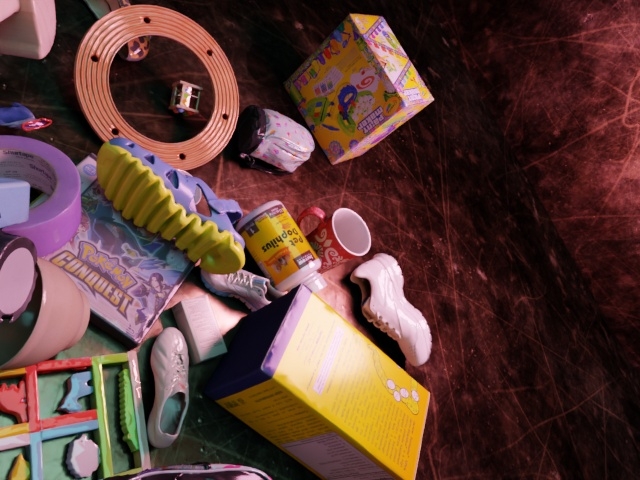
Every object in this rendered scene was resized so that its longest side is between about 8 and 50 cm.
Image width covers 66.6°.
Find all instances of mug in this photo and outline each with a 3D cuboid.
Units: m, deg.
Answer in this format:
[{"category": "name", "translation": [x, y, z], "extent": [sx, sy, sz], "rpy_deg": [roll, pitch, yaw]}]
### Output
[{"category": "mug", "translation": [0.007, -0.001, 1.109], "extent": [0.113, 0.169, 0.150], "rpy_deg": [-27, 84, -48]}]

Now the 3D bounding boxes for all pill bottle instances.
[{"category": "pill bottle", "translation": [-0.078, 0.030, 1.039], "extent": [0.117, 0.117, 0.215], "rpy_deg": [-29, 83, -49]}]

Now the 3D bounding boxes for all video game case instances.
[{"category": "video game case", "translation": [-0.365, 0.011, 0.850], "extent": [0.275, 0.035, 0.248], "rpy_deg": [41, 43, -17]}]

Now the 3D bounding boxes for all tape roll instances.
[{"category": "tape roll", "translation": [-0.461, -0.064, 0.726], "extent": [0.189, 0.080, 0.188], "rpy_deg": [13, 49, -15]}]

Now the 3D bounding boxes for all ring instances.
[{"category": "ring", "translation": [-0.326, -0.309, 1.008], "extent": [0.337, 0.032, 0.336], "rpy_deg": [-1, 91, -38]}]

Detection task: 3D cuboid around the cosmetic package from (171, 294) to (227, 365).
[{"category": "cosmetic package", "translation": [-0.221, 0.162, 0.888], "extent": [0.060, 0.041, 0.115], "rpy_deg": [-8, 71, -46]}]

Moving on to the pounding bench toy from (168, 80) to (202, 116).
[{"category": "pounding bench toy", "translation": [-0.310, -0.314, 1.095], "extent": [0.052, 0.083, 0.065], "rpy_deg": [9, 91, -38]}]

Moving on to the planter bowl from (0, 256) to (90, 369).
[{"category": "planter bowl", "translation": [-0.401, 0.104, 0.685], "extent": [0.109, 0.162, 0.161], "rpy_deg": [37, 38, -61]}]

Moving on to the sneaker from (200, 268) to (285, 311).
[{"category": "sneaker", "translation": [-0.148, 0.085, 0.976], "extent": [0.191, 0.083, 0.071], "rpy_deg": [31, 49, -24]}]

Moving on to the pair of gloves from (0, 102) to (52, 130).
[{"category": "pair of gloves", "translation": [-0.534, -0.181, 0.748], "extent": [0.159, 0.023, 0.198], "rpy_deg": [18, 32, 23]}]

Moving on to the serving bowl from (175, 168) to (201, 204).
[{"category": "serving bowl", "translation": [-0.286, -0.103, 0.997], "extent": [0.083, 0.027, 0.083], "rpy_deg": [31, 44, -36]}]

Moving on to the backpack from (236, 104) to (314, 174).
[{"category": "backpack", "translation": [-0.107, -0.240, 1.191], "extent": [0.182, 0.115, 0.151], "rpy_deg": [22, 49, -36]}]

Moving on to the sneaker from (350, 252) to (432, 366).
[{"category": "sneaker", "translation": [0.169, 0.183, 1.220], "extent": [0.129, 0.111, 0.297], "rpy_deg": [-20, 76, -32]}]

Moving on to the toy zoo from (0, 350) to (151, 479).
[{"category": "toy zoo", "translation": [-0.391, 0.265, 0.671], "extent": [0.293, 0.030, 0.192], "rpy_deg": [4, 63, -43]}]

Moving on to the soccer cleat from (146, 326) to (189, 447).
[{"category": "soccer cleat", "translation": [-0.242, 0.233, 0.797], "extent": [0.068, 0.076, 0.196], "rpy_deg": [20, 53, -34]}]

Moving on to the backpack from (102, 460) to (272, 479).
[{"category": "backpack", "translation": [-0.175, 0.421, 0.658], "extent": [0.254, 0.191, 0.225], "rpy_deg": [9, 62, -32]}]

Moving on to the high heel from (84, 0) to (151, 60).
[{"category": "high heel", "translation": [-0.468, -0.499, 1.020], "extent": [0.261, 0.093, 0.186], "rpy_deg": [33, 40, -37]}]

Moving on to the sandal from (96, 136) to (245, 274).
[{"category": "sandal", "translation": [-0.259, -0.072, 0.897], "extent": [0.317, 0.126, 0.138], "rpy_deg": [44, 38, -27]}]

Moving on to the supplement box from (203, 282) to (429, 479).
[{"category": "supplement box", "translation": [0.005, 0.285, 0.911], "extent": [0.356, 0.194, 0.195], "rpy_deg": [43, 43, -16]}]

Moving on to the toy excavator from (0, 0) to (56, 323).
[{"category": "toy excavator", "translation": [-0.435, -0.134, 0.536], "extent": [0.223, 0.444, 0.433], "rpy_deg": [9, 10, -3]}]

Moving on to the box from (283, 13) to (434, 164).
[{"category": "box", "translation": [0.101, -0.415, 1.364], "extent": [0.177, 0.290, 0.279], "rpy_deg": [-28, 87, -49]}]
